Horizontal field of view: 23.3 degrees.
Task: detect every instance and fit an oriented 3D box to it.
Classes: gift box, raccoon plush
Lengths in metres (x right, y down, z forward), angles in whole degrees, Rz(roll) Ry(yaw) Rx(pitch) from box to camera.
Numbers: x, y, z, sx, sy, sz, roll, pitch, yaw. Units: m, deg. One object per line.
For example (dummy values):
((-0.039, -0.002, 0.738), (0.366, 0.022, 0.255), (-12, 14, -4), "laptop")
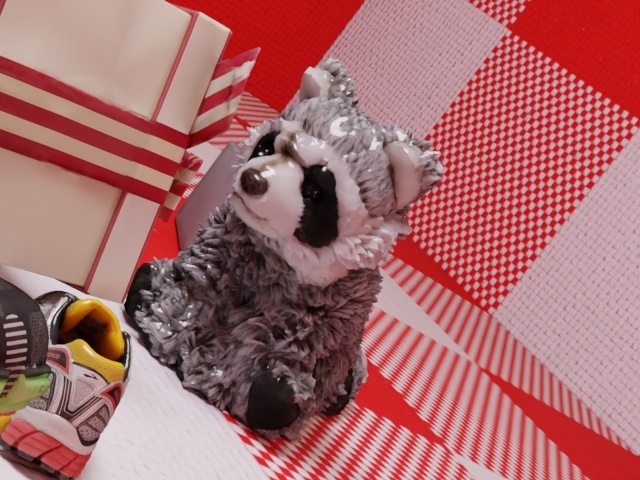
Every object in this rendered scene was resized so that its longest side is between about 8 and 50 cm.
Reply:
((-0.221, -0.121, 1.134), (0.255, 0.276, 0.258), (28, 2, 33), "gift box")
((0.000, 0.000, 1.468), (0.216, 0.299, 0.446), (38, 8, 9), "raccoon plush")

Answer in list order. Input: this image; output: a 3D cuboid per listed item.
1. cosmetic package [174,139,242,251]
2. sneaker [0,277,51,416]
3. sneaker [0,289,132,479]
((-0.094, -0.021, 1.809), (0.107, 0.127, 0.238), (35, 10, -18), "cosmetic package")
((-0.321, -0.079, 0.863), (0.483, 0.202, 0.185), (40, 9, 20), "sneaker")
((-0.163, 0.079, 1.050), (0.088, 0.092, 0.225), (33, 7, -19), "sneaker")
